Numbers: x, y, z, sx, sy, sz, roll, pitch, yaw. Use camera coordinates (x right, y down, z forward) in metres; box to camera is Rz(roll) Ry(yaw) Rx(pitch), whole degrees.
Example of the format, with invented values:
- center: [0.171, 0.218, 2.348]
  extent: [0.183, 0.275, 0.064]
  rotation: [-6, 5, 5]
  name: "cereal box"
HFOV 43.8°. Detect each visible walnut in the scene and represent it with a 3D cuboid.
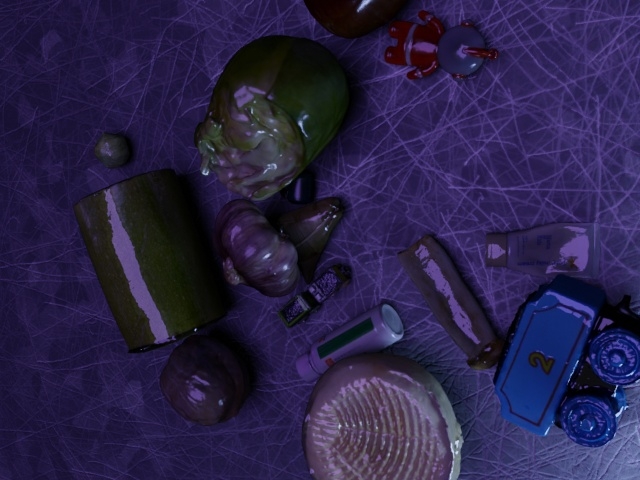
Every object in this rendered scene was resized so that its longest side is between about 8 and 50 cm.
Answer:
- center: [-0.271, 0.337, 1.908]
  extent: [0.224, 0.224, 0.224]
  rotation: [4, 100, 24]
  name: "walnut"

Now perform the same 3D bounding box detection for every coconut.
- center: [-0.527, -0.230, 2.006]
  extent: [0.088, 0.088, 0.096]
  rotation: [-25, 93, 26]
  name: "coconut"

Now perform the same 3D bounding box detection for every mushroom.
- center: [0.284, 0.133, 1.699]
  extent: [0.100, 0.081, 0.312]
  rotation: [-37, 78, 21]
  name: "mushroom"

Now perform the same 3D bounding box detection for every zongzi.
- center: [0.000, 0.000, 1.810]
  extent: [0.160, 0.078, 0.176]
  rotation: [-21, 99, 25]
  name: "zongzi"

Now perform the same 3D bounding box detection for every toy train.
- center: [0.491, 0.230, 1.558]
  extent: [0.265, 0.188, 0.300]
  rotation: [24, 110, 21]
  name: "toy train"
- center: [-0.014, 0.127, 1.829]
  extent: [0.202, 0.081, 0.060]
  rotation: [-43, 79, 23]
  name: "toy train"

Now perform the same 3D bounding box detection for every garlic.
- center: [-0.150, 0.032, 1.755]
  extent: [0.160, 0.245, 0.245]
  rotation: [-44, 78, -8]
  name: "garlic"

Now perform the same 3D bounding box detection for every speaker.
- center: [-0.061, -0.123, 1.822]
  extent: [0.094, 0.060, 0.075]
  rotation: [6, 99, 24]
  name: "speaker"

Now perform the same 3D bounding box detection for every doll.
- center: [0.248, -0.395, 1.633]
  extent: [0.245, 0.076, 0.142]
  rotation: [13, 104, 26]
  name: "doll"

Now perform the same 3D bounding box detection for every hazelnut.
- center: [0.081, -0.528, 1.621]
  extent: [0.229, 0.229, 0.229]
  rotation: [4, 100, 24]
  name: "hazelnut"

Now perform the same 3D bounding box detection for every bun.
- center: [0.140, 0.414, 1.739]
  extent: [0.364, 0.202, 0.364]
  rotation: [4, 101, 20]
  name: "bun"

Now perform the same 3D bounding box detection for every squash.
- center: [-0.404, 0.054, 1.899]
  extent: [0.263, 0.263, 0.384]
  rotation: [-21, 90, 26]
  name: "squash"

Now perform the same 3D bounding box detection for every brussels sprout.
- center: [-0.099, -0.267, 1.693]
  extent: [0.276, 0.315, 0.371]
  rotation: [29, 134, -6]
  name: "brussels sprout"

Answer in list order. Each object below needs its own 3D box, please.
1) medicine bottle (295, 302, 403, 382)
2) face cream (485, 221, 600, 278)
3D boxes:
- center: [0.061, 0.237, 1.806]
  extent: [0.260, 0.095, 0.095]
  rotation: [-31, 85, 24]
  name: "medicine bottle"
- center: [0.450, 0.019, 1.618]
  extent: [0.224, 0.070, 0.114]
  rotation: [1, 99, 15]
  name: "face cream"
